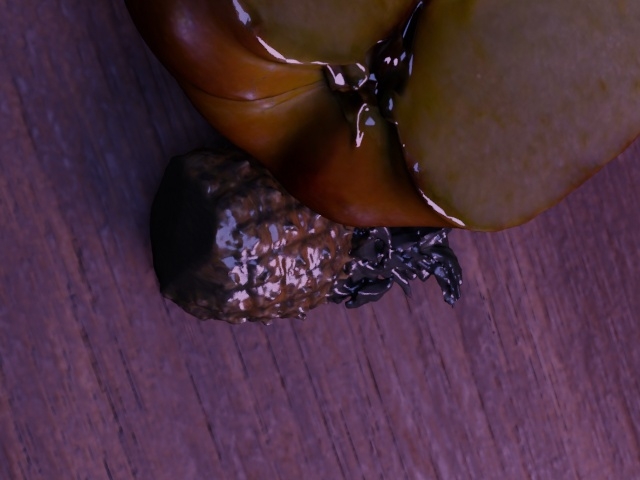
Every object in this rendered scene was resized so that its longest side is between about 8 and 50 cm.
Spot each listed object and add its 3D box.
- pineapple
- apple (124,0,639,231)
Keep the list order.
[{"bbox_3d":[0.000,0.000,0.788,0.197,0.108,0.108,4,93,-28],"label":"pineapple"},{"bbox_3d":[0.065,-0.193,0.690,0.328,0.295,0.365,27,74,10],"label":"apple"}]
